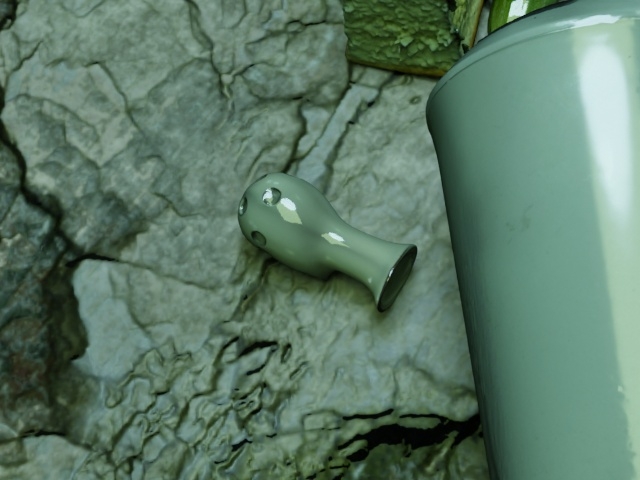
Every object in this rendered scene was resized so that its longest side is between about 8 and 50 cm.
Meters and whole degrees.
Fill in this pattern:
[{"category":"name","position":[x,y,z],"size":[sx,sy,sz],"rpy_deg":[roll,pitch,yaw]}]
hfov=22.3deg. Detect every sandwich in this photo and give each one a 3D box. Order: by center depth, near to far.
[{"category":"sandwich","position":[0.098,-0.280,1.473],"size":[0.128,0.122,0.235],"rpy_deg":[9,66,15]}]

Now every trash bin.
[{"category":"trash bin","position":[0.234,0.024,1.243],"size":[0.280,0.280,0.432],"rpy_deg":[-7,69,6]}]

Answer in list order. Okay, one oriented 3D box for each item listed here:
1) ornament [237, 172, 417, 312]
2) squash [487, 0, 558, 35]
[{"category":"ornament","position":[0.000,0.000,1.396],"size":[0.156,0.081,0.075],"rpy_deg":[27,40,15]},{"category":"squash","position":[0.199,-0.272,1.486],"size":[0.066,0.066,0.228],"rpy_deg":[11,71,13]}]
